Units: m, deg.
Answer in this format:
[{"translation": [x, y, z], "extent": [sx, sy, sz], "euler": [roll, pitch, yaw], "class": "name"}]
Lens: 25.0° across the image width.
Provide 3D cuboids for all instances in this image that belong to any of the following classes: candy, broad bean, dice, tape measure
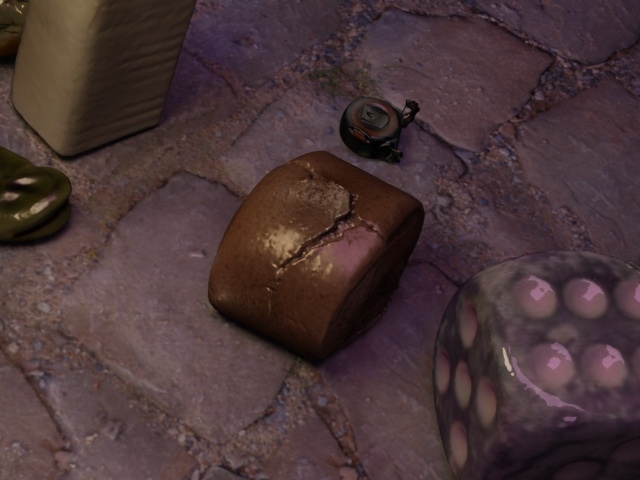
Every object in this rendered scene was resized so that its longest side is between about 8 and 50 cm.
[{"translation": [-0.305, -0.297, 2.057], "extent": [0.208, 0.359, 0.145], "euler": [-21, 63, -35], "class": "candy"}, {"translation": [-0.452, -0.068, 2.036], "extent": [0.206, 0.072, 0.153], "euler": [17, 48, 12], "class": "broad bean"}, {"translation": [0.315, 0.190, 1.924], "extent": [0.270, 0.271, 0.270], "euler": [1, 54, -15], "class": "dice"}, {"translation": [0.094, -0.199, 2.220], "extent": [0.107, 0.180, 0.104], "euler": [17, 68, -5], "class": "tape measure"}]

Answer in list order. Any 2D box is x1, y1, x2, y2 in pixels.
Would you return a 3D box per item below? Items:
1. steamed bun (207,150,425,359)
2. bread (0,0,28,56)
[{"translation": [0.000, 0.000, 2.021], "extent": [0.251, 0.199, 0.301], "euler": [33, 53, 10], "class": "steamed bun"}, {"translation": [-0.522, -0.423, 2.169], "extent": [0.250, 0.225, 0.279], "euler": [9, 56, -12], "class": "bread"}]
